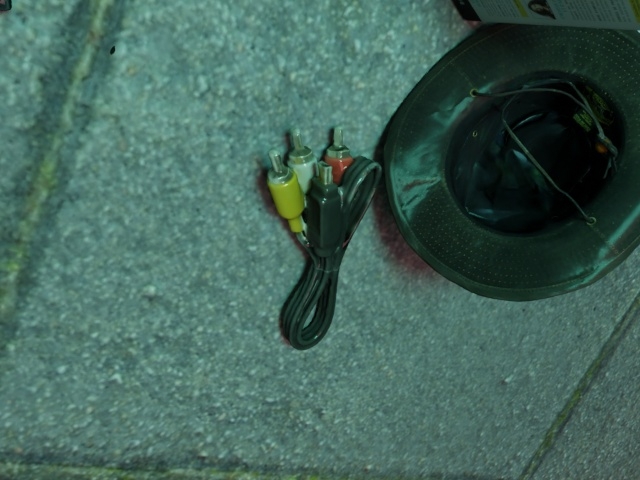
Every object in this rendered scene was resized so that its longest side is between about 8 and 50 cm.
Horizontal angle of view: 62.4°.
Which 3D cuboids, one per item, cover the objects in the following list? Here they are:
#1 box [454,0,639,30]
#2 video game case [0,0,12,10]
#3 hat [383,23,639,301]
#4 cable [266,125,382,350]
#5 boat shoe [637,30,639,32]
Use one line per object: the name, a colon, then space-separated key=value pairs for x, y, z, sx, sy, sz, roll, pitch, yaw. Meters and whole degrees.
box: x=0.202 y=-0.255 z=0.482 sx=0.060 sy=0.244 sz=0.100 roll=-49 pitch=124 yaw=3
video game case: x=-0.355 y=-0.301 z=0.328 sx=0.248 sy=0.035 sz=0.274 roll=-6 pitch=117 yaw=-23
hat: x=0.242 y=-0.093 z=0.633 sx=0.331 sy=0.331 sz=0.134 roll=-53 pitch=167 yaw=6
cable: x=0.000 y=0.000 z=0.643 sx=0.139 sy=0.072 sz=0.287 roll=-25 pitch=136 yaw=-32
boat shoe: x=0.303 y=-0.320 z=0.589 sx=0.102 sy=0.108 sz=0.301 roll=-46 pitch=117 yaw=3
